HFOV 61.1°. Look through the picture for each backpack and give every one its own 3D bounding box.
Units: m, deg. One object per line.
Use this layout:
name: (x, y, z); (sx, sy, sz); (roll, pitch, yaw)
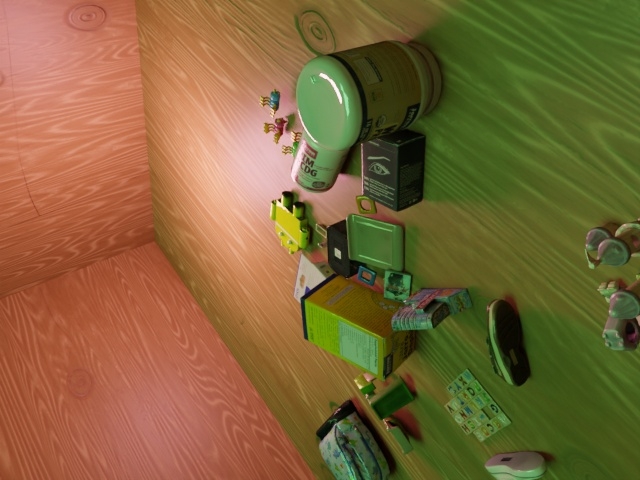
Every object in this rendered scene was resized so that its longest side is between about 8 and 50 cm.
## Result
backpack: (0.141, 0.925, 2.353); (0.355, 0.273, 0.290); (44, 139, 12)

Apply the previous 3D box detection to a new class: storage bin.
storage bin: (0.092, 0.029, 1.919); (0.122, 0.084, 0.180); (34, 136, 42)

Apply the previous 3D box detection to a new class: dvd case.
dvd case: (0.253, 0.152, 1.782); (0.087, 0.013, 0.119); (12, 128, 18)

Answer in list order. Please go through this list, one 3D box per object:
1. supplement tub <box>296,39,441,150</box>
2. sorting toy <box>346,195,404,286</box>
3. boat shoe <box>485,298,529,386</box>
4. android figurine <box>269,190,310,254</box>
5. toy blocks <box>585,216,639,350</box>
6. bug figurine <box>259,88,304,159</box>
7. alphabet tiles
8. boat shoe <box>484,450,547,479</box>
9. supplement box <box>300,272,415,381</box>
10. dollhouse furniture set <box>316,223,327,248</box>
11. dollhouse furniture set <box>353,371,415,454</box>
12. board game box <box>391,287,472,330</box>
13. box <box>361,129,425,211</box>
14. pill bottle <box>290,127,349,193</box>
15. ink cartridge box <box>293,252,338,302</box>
supplement tub: (0.124, -0.368, 1.352); (0.228, 0.316, 0.228); (37, 139, 40)
sorting toy: (0.184, 0.002, 1.769); (0.196, 0.047, 0.347); (14, 127, 29)
boat shoe: (0.483, 0.275, 1.472); (0.095, 0.095, 0.257); (12, 121, 61)
android figurine: (-0.125, -0.064, 2.226); (0.248, 0.056, 0.272); (44, 142, 32)
toy blocks: (0.597, 0.103, 1.001); (0.309, 0.260, 0.288); (-21, 93, 60)
bug figurine: (-0.115, -0.403, 1.950); (0.279, 0.072, 0.216); (50, 153, 17)
alphabet tiles: (0.485, 0.538, 1.738); (0.198, 0.009, 0.237); (52, 147, 22)
boat shoe: (0.593, 0.685, 1.605); (0.084, 0.095, 0.258); (56, 159, 8)
supplement box: (0.128, 0.289, 1.873); (0.357, 0.195, 0.194); (22, 130, 35)
dollhouse furniture set: (0.000, 0.000, 2.045); (0.114, 0.081, 0.090); (39, 141, 38)
dollhouse furniture set: (0.284, 0.633, 2.068); (0.301, 0.151, 0.197); (58, 175, -21)
board game box: (0.332, 0.195, 1.597); (0.194, 0.194, 0.060); (-14, 100, 45)
box: (0.205, -0.210, 1.547); (0.153, 0.108, 0.206); (33, 137, 43)
pill bottle: (0.009, -0.296, 1.740); (0.160, 0.161, 0.283); (53, 147, 21)
ink cartridge box: (0.016, 0.232, 2.204); (0.307, 0.072, 0.303); (49, 148, 28)
